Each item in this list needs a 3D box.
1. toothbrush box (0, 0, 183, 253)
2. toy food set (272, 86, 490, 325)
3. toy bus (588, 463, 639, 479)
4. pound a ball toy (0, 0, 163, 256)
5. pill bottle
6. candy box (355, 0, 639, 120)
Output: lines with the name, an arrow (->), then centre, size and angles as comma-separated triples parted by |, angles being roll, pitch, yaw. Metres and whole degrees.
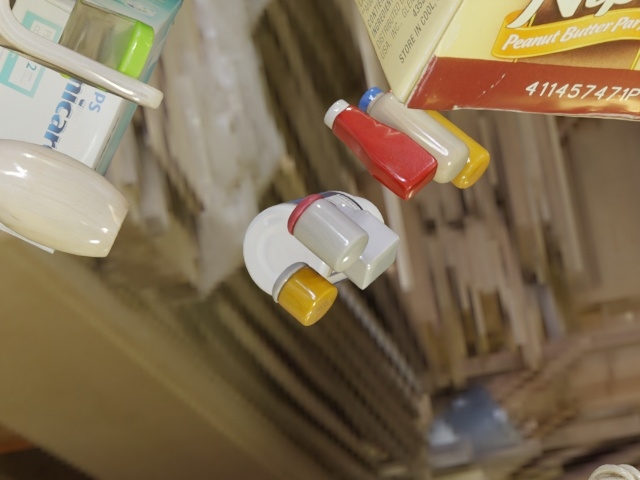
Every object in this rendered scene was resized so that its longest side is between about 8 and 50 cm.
toothbrush box -> -0.241, -0.142, 1.727 | 0.295, 0.126, 0.216 | -83, -162, -72
toy food set -> 0.030, -0.046, 1.464 | 0.104, 0.232, 0.111 | 40, -26, 18
toy bus -> 0.239, 0.213, 1.007 | 0.104, 0.191, 0.202 | -36, 141, -50
pound a ball toy -> -0.159, -0.125, 1.019 | 0.208, 0.136, 0.319 | -64, -163, 1
pill bottle -> 0.000, 0.000, 1.832 | 0.169, 0.094, 0.094 | -18, 98, -63
candy box -> 0.077, -0.190, 0.741 | 0.087, 0.183, 0.316 | -60, -141, 42
